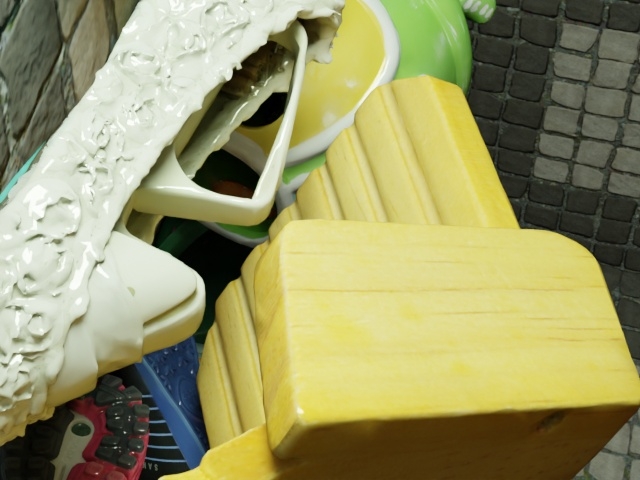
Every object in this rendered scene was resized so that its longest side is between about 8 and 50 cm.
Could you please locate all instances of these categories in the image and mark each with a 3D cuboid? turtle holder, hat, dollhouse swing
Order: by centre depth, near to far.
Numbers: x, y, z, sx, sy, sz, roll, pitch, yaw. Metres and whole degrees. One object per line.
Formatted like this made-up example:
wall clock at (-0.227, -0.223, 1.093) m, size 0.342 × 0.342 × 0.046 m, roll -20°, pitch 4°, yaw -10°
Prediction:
dollhouse swing at (-0.053, 0.080, 0.910) m, size 0.347 × 0.315 × 0.305 m, roll -53°, pitch -128°, yaw 34°
turtle holder at (-0.006, -0.129, 1.219) m, size 0.227 × 0.243 × 0.320 m, roll -56°, pitch -165°, yaw -27°
hat at (-0.116, -0.035, 1.437) m, size 0.208 × 0.183 × 0.173 m, roll -26°, pitch 144°, yaw -24°

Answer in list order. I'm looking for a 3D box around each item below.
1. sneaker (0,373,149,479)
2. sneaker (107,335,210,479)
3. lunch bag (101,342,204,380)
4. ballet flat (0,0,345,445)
sneaker at (-0.175, 0.222, 1.058) m, size 0.299 × 0.121 × 0.112 m, roll -70°, pitch 173°, yaw -49°
sneaker at (-0.126, 0.125, 1.200) m, size 0.232 × 0.090 × 0.081 m, roll 62°, pitch 25°, yaw 8°
lunch bag at (-0.083, 0.222, 1.318) m, size 0.160 × 0.223 × 0.262 m, roll -112°, pitch -146°, yaw -86°
ballet flat at (-0.100, -0.026, 0.916) m, size 0.147 × 0.147 × 0.409 m, roll 89°, pitch 25°, yaw -58°
